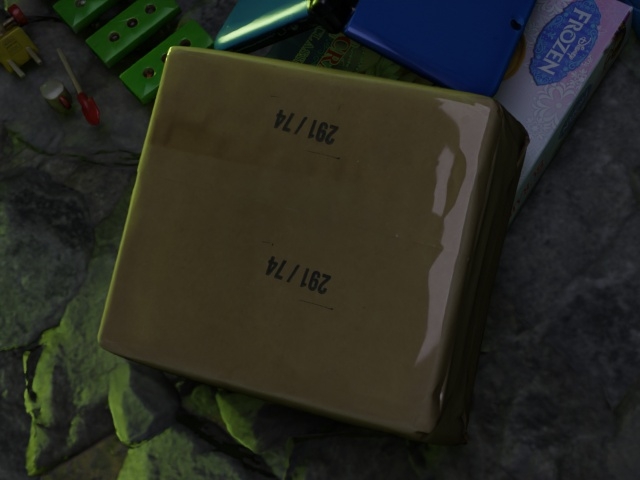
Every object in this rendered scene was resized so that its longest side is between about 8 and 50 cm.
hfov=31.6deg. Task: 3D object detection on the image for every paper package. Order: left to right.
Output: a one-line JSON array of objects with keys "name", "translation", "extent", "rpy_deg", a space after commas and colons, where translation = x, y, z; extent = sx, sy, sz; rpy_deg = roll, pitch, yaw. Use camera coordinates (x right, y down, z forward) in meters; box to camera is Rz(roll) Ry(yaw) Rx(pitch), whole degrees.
[{"name": "paper package", "translation": [0.000, 0.000, 1.043], "extent": [0.325, 0.168, 0.309], "rpy_deg": [11, 84, 21]}]

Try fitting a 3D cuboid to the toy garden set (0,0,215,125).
[{"name": "toy garden set", "translation": [-0.268, -0.228, 1.309], "extent": [0.204, 0.049, 0.244], "rpy_deg": [-40, 66, -10]}]

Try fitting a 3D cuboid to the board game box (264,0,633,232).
[{"name": "board game box", "translation": [0.112, -0.172, 1.199], "extent": [0.318, 0.066, 0.319], "rpy_deg": [28, 75, 20]}]

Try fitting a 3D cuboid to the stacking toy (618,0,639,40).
[{"name": "stacking toy", "translation": [0.457, -0.317, 1.169], "extent": [0.302, 0.175, 0.166], "rpy_deg": [-17, 70, -12]}]

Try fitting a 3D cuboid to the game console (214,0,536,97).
[{"name": "game console", "translation": [0.074, -0.264, 1.158], "extent": [0.250, 0.173, 0.293], "rpy_deg": [-12, 41, 46]}]
